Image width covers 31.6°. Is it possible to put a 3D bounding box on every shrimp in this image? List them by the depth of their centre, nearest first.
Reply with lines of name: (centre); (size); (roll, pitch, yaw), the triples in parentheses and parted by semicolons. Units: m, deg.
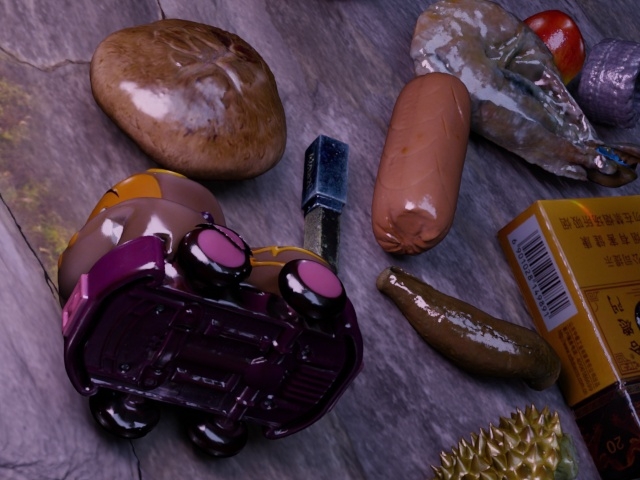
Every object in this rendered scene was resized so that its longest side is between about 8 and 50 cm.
shrimp: (0.335, -0.230, 1.820); (0.445, 0.110, 0.221); (35, 67, -11)

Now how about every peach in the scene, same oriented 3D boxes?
peach: (0.378, -0.318, 1.913); (0.151, 0.118, 0.151); (8, 57, -12)

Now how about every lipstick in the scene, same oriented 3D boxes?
lipstick: (0.000, 0.000, 1.510); (0.051, 0.051, 0.312); (20, 54, -24)

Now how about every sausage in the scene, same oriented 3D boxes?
sausage: (0.146, -0.111, 1.628); (0.121, 0.121, 0.304); (28, 50, -16)

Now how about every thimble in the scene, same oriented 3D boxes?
thimble: (0.514, -0.272, 1.945); (0.097, 0.150, 0.150); (19, 39, 29)

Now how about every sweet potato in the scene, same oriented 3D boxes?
sweet potato: (0.201, 0.127, 1.548); (0.285, 0.085, 0.112); (25, 16, -5)

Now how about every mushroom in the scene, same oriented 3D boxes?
mushroom: (-0.162, -0.189, 1.459); (0.278, 0.146, 0.278); (22, 45, -23)

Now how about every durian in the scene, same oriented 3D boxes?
durian: (0.239, 0.308, 1.408); (0.166, 0.172, 0.306); (55, 35, -25)

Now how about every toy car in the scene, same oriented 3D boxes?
toy car: (-0.129, 0.068, 1.271); (0.340, 0.271, 0.240); (20, 32, -25)

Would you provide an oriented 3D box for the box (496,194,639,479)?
box: (0.458, 0.138, 1.677); (0.264, 0.116, 0.415); (-3, 63, -36)
